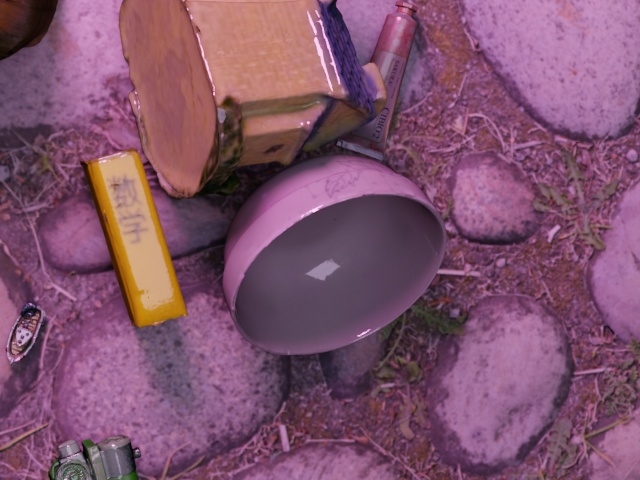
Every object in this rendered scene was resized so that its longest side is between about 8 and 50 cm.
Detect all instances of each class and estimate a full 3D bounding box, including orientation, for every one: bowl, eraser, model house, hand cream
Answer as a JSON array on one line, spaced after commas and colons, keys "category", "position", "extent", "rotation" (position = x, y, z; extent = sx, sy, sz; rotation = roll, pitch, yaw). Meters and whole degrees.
[{"category": "bowl", "position": [0.000, 0.000, 1.619], "extent": [0.287, 0.143, 0.287], "rotation": [-18, 141, -15]}, {"category": "eraser", "position": [-0.232, -0.005, 1.589], "extent": [0.069, 0.158, 0.226], "rotation": [-18, 96, -10]}, {"category": "model house", "position": [-0.079, -0.220, 1.574], "extent": [0.266, 0.261, 0.321], "rotation": [-12, 73, -24]}, {"category": "hand cream", "position": [0.083, -0.217, 1.722], "extent": [0.067, 0.043, 0.209], "rotation": [16, 93, -14]}]

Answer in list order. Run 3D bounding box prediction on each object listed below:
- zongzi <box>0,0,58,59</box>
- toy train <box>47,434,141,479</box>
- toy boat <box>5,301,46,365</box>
[{"category": "zongzi", "position": [-0.481, -0.317, 1.440], "extent": [0.360, 0.323, 0.160], "rotation": [19, 95, -10]}, {"category": "toy train", "position": [-0.264, 0.367, 1.637], "extent": [0.119, 0.085, 0.251], "rotation": [-15, 97, -19]}, {"category": "toy boat", "position": [-0.374, 0.119, 1.620], "extent": [0.038, 0.038, 0.083], "rotation": [24, 85, -14]}]
